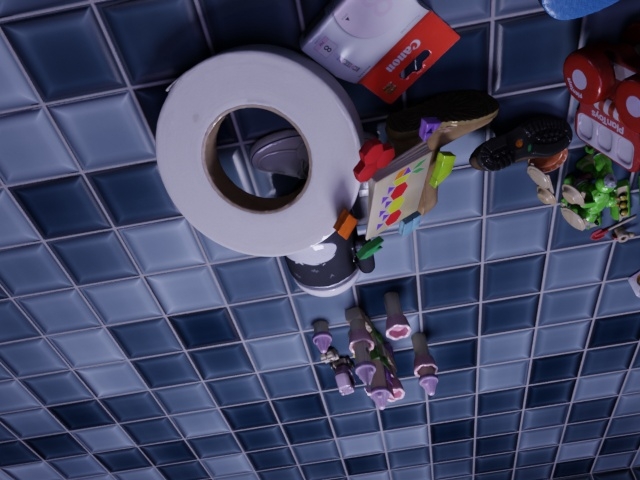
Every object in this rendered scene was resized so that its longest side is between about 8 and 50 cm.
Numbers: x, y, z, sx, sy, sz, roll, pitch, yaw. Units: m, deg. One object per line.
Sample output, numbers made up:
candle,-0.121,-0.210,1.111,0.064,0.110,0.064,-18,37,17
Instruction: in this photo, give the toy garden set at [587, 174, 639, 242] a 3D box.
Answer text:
toy garden set,0.746,-0.063,1.466,0.244,0.049,0.204,-19,135,13

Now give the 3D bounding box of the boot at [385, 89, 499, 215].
boot,0.233,-0.166,1.280,0.236,0.089,0.270,-12,143,-3

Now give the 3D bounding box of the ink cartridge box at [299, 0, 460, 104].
ink cartridge box,0.109,-0.347,1.093,0.232,0.066,0.189,31,125,-28

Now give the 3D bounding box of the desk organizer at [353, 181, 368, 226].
desk organizer,0.089,-0.096,1.353,0.047,0.050,0.130,-9,136,3

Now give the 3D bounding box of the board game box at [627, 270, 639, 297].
board game box,1.044,0.084,1.642,0.317,0.066,0.319,24,128,-27

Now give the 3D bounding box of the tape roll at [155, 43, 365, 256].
tape roll,-0.111,-0.157,1.144,0.391,0.072,0.392,5,116,10

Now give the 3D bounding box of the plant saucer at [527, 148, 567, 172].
plant saucer,0.486,-0.181,1.339,0.083,0.013,0.084,-3,137,-3

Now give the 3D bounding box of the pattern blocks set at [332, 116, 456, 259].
pattern blocks set,0.140,-0.093,1.161,0.285,0.026,0.325,-25,148,-30

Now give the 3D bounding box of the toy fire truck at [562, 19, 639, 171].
toy fire truck,0.573,-0.227,1.108,0.169,0.302,0.254,-27,133,-8

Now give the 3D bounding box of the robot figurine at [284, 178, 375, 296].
robot figurine,-0.001,-0.002,1.357,0.173,0.209,0.278,-23,136,-7

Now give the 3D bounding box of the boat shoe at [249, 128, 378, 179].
boat shoe,-0.008,-0.159,1.248,0.267,0.088,0.096,-1,136,-6

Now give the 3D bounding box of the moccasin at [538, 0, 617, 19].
moccasin,0.485,-0.480,0.957,0.342,0.117,0.137,-35,130,22

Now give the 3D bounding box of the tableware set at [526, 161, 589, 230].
tableware set,0.508,-0.095,1.335,0.020,0.169,0.141,-41,144,-3

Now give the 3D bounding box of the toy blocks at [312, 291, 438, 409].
toy blocks,0.139,0.351,1.673,0.308,0.260,0.289,-22,135,16

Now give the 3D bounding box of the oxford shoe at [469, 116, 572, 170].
oxford shoe,0.405,-0.198,1.274,0.227,0.096,0.083,-15,94,-11

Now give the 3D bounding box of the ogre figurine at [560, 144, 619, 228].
ogre figurine,0.580,-0.111,1.347,0.096,0.118,0.197,15,133,-21
